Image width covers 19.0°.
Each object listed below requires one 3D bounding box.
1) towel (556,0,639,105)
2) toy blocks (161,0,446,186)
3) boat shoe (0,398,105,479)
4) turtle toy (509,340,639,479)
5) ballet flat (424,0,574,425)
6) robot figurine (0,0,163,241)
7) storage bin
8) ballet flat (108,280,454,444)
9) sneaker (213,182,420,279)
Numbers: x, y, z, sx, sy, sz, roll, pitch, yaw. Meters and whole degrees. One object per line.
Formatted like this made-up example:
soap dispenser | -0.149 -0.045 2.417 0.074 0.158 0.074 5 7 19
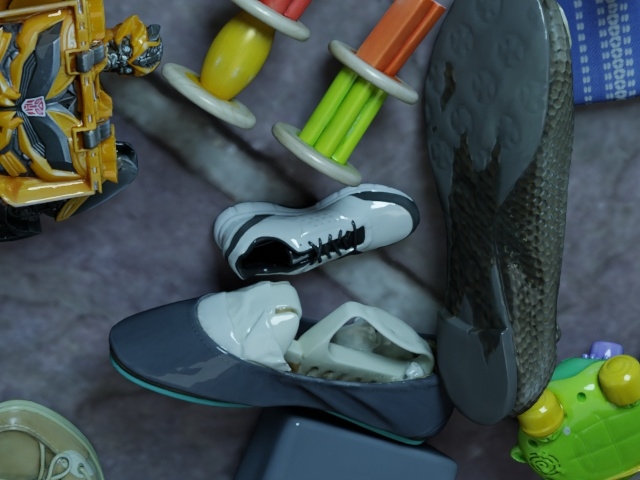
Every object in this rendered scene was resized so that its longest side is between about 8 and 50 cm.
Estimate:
towel | 0.261 -0.201 0.916 0.336 0.040 0.243 -13 126 2
toy blocks | 0.011 -0.113 0.919 0.123 0.054 0.148 26 103 -32
boat shoe | -0.145 0.153 1.074 0.056 0.048 0.153 -21 124 6
turtle toy | 0.166 0.093 1.070 0.130 0.066 0.095 -23 124 6
ballet flat | 0.099 -0.022 0.979 0.058 0.084 0.250 -20 119 -37
robot figurine | -0.218 -0.073 0.893 0.291 0.085 0.211 -5 125 -5
storage bin | 0.009 0.148 1.077 0.135 0.098 0.091 18 91 -19
ballet flat | -0.011 0.056 1.019 0.203 0.074 0.074 15 120 -25
sneaker | 0.000 0.000 0.999 0.109 0.044 0.040 -10 122 -4
